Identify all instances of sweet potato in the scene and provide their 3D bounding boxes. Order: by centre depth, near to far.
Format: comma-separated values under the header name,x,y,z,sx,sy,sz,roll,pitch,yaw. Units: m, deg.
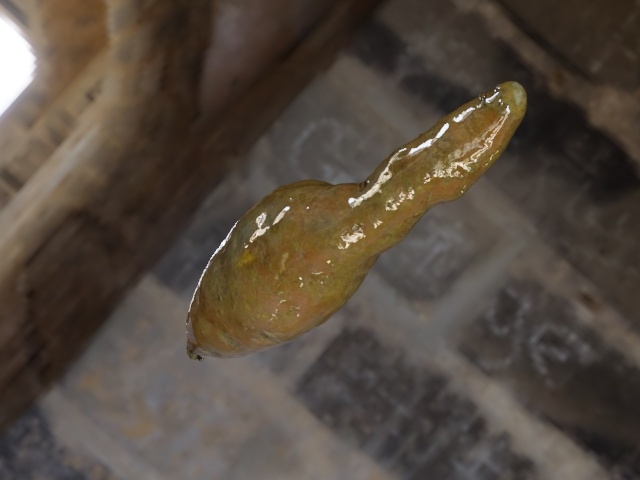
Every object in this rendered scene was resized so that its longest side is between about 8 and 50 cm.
name,x,y,z,sx,sy,sz,roll,pitch,yaw
sweet potato,0.001,-0.001,0.946,0.075,0.269,0.074,33,37,-29
